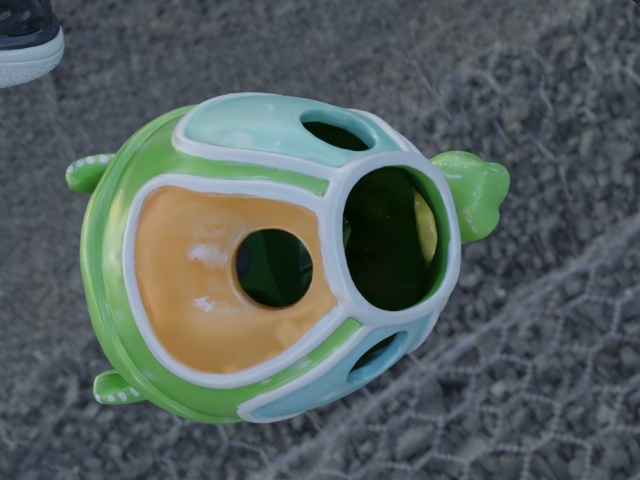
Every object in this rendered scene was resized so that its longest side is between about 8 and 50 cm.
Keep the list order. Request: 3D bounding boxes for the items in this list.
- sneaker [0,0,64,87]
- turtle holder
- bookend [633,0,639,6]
[{"bbox_3d":[-0.323,-0.187,1.155,0.269,0.153,0.101,-5,33,-12],"label":"sneaker"},{"bbox_3d":[-0.006,0.017,1.161,0.227,0.320,0.243,-9,68,43],"label":"turtle holder"},{"bbox_3d":[0.289,-0.274,1.218,0.072,0.157,0.156,41,77,10],"label":"bookend"}]
